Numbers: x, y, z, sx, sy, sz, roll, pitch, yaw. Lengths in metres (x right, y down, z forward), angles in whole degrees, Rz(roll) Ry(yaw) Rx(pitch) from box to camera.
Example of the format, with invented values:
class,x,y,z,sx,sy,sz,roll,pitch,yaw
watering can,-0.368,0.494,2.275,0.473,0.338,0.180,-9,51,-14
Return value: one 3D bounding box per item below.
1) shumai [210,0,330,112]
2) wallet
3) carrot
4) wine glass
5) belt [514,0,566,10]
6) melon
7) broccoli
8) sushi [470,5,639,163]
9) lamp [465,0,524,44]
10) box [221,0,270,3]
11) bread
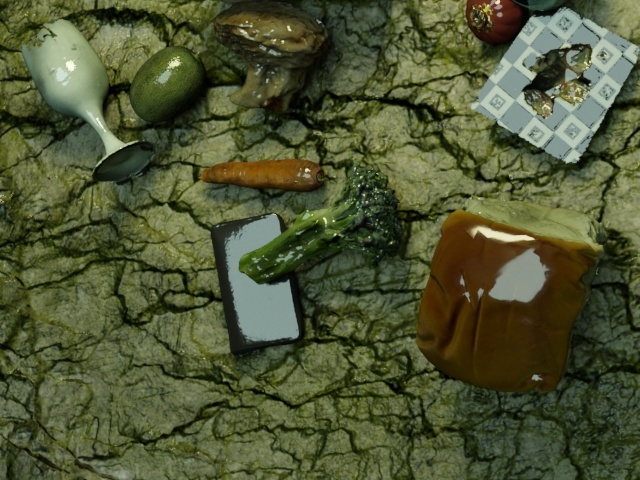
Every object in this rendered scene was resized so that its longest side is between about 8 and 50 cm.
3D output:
class,x,y,z,sx,sy,sz,roll,pitch,yaw
shumai,-0.091,-0.317,1.783,0.206,0.166,0.175,29,127,32
wallet,-0.110,0.080,1.831,0.149,0.044,0.250,-13,84,18
carrot,-0.105,-0.117,1.822,0.248,0.059,0.059,3,91,25
wine glass,-0.433,-0.259,1.917,0.143,0.143,0.321,-39,73,18
belt,0.336,-0.452,1.596,0.151,0.078,0.198,-11,71,-10
melon,-0.273,-0.284,1.862,0.167,0.114,0.114,-40,75,17
broccoli,-0.004,-0.004,1.731,0.304,0.145,0.164,-26,79,22
sushi,0.375,-0.251,1.630,0.193,0.040,0.210,33,100,12
lamp,0.278,-0.362,1.643,0.101,0.090,0.101,34,138,37
box,-0.061,-0.469,1.721,0.330,0.210,0.095,4,90,22
bread,0.289,0.082,1.563,0.250,0.225,0.278,15,100,23
